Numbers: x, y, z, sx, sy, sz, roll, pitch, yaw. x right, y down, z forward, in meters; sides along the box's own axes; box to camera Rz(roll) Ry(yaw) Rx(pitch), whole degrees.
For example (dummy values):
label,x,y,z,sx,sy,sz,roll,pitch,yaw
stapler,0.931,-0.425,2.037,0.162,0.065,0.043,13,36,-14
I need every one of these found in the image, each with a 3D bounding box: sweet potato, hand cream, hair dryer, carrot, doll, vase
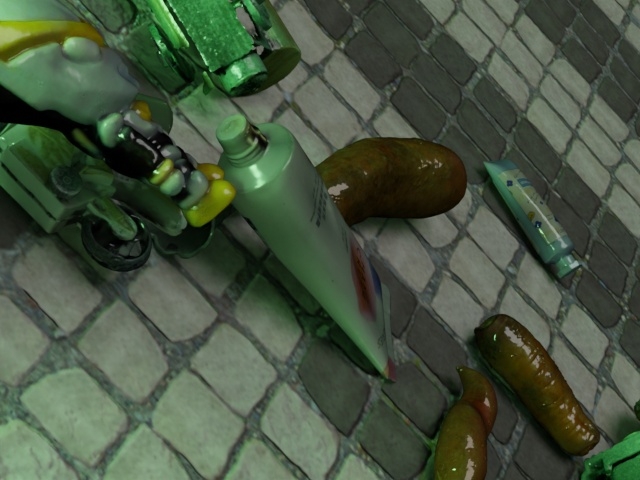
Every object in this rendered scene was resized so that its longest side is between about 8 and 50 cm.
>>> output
label,x,y,z,sx,sy,sz,roll,pitch,yaw
sweet potato,0.141,0.196,1.337,0.055,0.058,0.202,25,39,-2
hand cream,0.262,-0.030,1.696,0.065,0.043,0.170,-10,62,-53
hair dryer,-0.197,-0.152,1.290,0.071,0.047,0.150,9,42,-47
carrot,0.237,0.156,1.484,0.186,0.060,0.060,50,34,-5
hand cream,0.000,0.000,1.275,0.340,0.078,0.124,51,26,-44
doll,-0.202,-0.119,1.066,0.316,0.103,0.145,38,30,-23
vase,-0.097,-0.043,1.268,0.081,0.081,0.149,52,30,1
sweet potato,0.048,-0.057,1.438,0.292,0.097,0.097,-13,69,-44

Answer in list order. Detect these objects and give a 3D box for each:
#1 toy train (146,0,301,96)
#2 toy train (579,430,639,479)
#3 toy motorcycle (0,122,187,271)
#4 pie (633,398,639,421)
label,x,y,z,sx,sy,sz,roll,pitch,yaw
toy train,-0.141,-0.272,1.413,0.307,0.126,0.189,58,3,10
toy train,0.381,0.355,1.411,0.178,0.138,0.330,36,34,-37
toy motorcycle,-0.211,-0.076,1.165,0.229,0.074,0.151,40,42,0
pie,0.436,0.239,1.564,0.187,0.041,0.187,43,-5,5
